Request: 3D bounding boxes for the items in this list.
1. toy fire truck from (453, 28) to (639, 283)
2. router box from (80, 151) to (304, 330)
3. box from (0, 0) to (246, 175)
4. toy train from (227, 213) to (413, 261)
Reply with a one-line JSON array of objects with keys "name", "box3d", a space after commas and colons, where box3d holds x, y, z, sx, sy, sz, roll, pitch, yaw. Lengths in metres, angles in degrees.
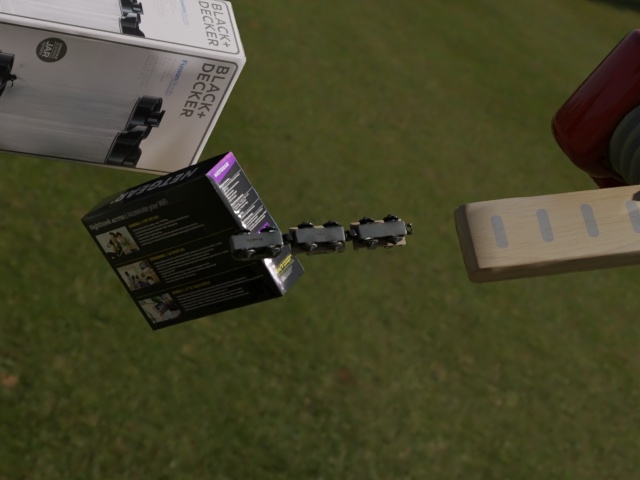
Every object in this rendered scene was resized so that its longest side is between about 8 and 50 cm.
[{"name": "toy fire truck", "box3d": [0.186, -0.029, 0.838, 0.246, 0.158, 0.217, 26, 23, -41]}, {"name": "router box", "box3d": [-0.119, 0.004, 1.365, 0.133, 0.179, 0.046, 59, 42, -17]}, {"name": "box", "box3d": [-0.234, -0.161, 1.391, 0.290, 0.169, 0.087, 7, 45, -27]}, {"name": "toy train", "box3d": [0.000, 0.000, 1.230, 0.158, 0.027, 0.036, -5, -19, -16]}]
